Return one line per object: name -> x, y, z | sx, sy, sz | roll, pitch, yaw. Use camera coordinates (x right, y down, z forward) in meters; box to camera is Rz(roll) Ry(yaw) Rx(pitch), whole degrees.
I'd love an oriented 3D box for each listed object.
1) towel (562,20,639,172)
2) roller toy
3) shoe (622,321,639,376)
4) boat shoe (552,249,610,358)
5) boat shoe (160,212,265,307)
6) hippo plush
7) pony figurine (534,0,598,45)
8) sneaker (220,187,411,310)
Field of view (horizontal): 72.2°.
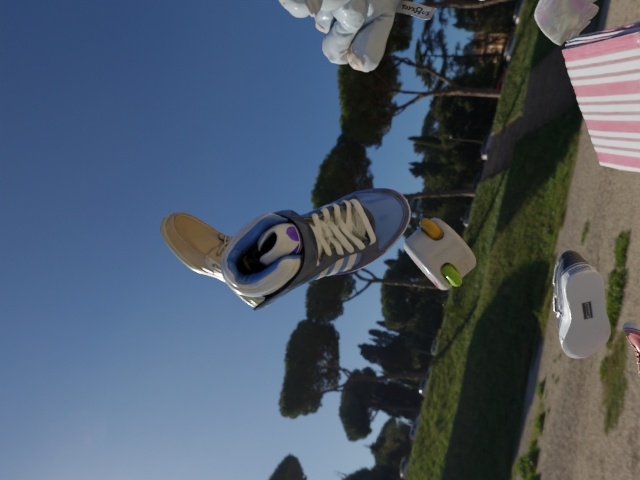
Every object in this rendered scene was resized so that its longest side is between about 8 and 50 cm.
towel -> 0.389, -0.174, 0.558 | 0.197, 0.029, 0.144 | 60, -176, -17
roller toy -> 0.354, 0.033, 1.299 | 0.146, 0.209, 0.191 | -41, -10, 3
shoe -> 0.761, 0.268, 1.016 | 0.081, 0.178, 0.063 | -56, 13, -16
boat shoe -> 0.609, 0.156, 1.047 | 0.102, 0.108, 0.301 | -84, -28, -55
boat shoe -> -0.195, 0.033, 0.939 | 0.302, 0.098, 0.109 | 41, -139, -21
hippo plush -> 0.039, -0.460, 0.859 | 0.236, 0.294, 0.234 | -17, -59, -44
pony figurine -> 0.498, -0.551, 0.798 | 0.351, 0.363, 0.303 | 9, -71, -25
sneaker -> -0.001, 0.000, 0.693 | 0.236, 0.323, 0.130 | 28, -141, -82
